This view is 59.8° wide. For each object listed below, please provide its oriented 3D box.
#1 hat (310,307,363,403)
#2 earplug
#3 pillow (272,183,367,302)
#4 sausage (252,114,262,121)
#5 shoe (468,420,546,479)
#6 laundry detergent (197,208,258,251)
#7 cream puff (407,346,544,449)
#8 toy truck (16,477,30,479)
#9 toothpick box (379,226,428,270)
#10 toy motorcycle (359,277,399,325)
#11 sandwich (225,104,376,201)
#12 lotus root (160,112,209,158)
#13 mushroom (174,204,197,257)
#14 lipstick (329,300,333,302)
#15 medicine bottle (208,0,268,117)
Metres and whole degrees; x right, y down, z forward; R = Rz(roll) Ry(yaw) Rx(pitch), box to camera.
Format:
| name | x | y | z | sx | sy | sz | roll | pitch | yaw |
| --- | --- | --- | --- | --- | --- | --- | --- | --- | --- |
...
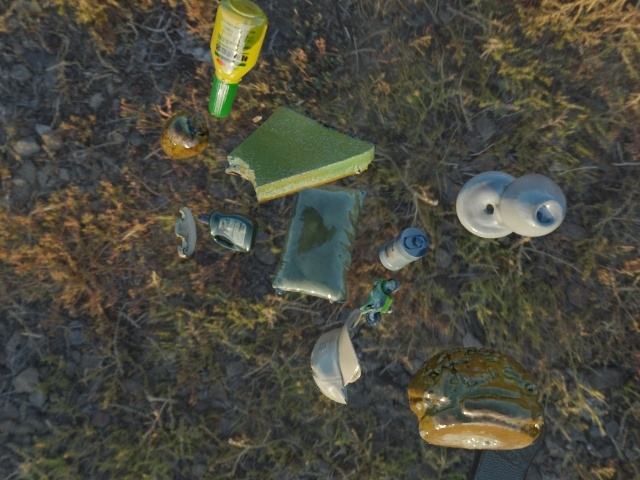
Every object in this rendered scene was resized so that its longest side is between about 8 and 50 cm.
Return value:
| name | x | y | z | sx | sy | sz | roll | pitch | yaw |
| --- | --- | --- | --- | --- | --- | --- | --- | --- | --- |
| hat | 0.036 | 0.296 | 1.493 | 0.164 | 0.220 | 0.226 | -3 | 136 | 10 |
| earplug | 0.562 | -0.099 | 1.650 | 0.325 | 0.175 | 0.214 | 2 | 116 | 44 |
| pillow | 0.000 | 0.000 | 1.368 | 0.184 | 0.075 | 0.303 | 12 | 75 | 1 |
| sausage | -0.175 | -0.339 | 1.544 | 0.015 | 0.100 | 0.015 | -2 | 97 | -16 |
| shoe | 0.323 | 0.390 | 1.008 | 0.108 | 0.241 | 0.093 | 33 | 135 | 13 |
| laundry detergent | -0.340 | -0.041 | 2.009 | 0.221 | 0.078 | 0.144 | 14 | 116 | 9 |
| cream puff | 0.166 | 0.169 | 0.606 | 0.143 | 0.126 | 0.103 | 2 | 56 | 2 |
| toy truck | -0.547 | 0.453 | 0.783 | 0.363 | 0.176 | 0.178 | 0 | 99 | 16 |
| toothpick box | 0.266 | 0.029 | 1.787 | 0.101 | 0.153 | 0.101 | 7 | 69 | -20 |
| toy motorcycle | 0.204 | 0.202 | 1.948 | 0.106 | 0.074 | 0.190 | 40 | 104 | 46 |
| sandwich | -0.048 | -0.150 | 1.103 | 0.244 | 0.063 | 0.212 | 28 | 63 | 28 |
| lotus root | -0.351 | -0.250 | 1.400 | 0.108 | 0.094 | 0.190 | 47 | 141 | -15 |
| mushroom | -0.248 | -0.016 | 1.022 | 0.019 | 0.049 | 0.101 | -12 | 69 | 23 |
| lipstick | 0.021 | 0.095 | 1.407 | 0.030 | 0.030 | 0.129 | -4 | 73 | -18 |
| medicine bottle | -0.176 | -0.351 | 1.100 | 0.094 | 0.064 | 0.261 | 20 | 142 | -9 |
